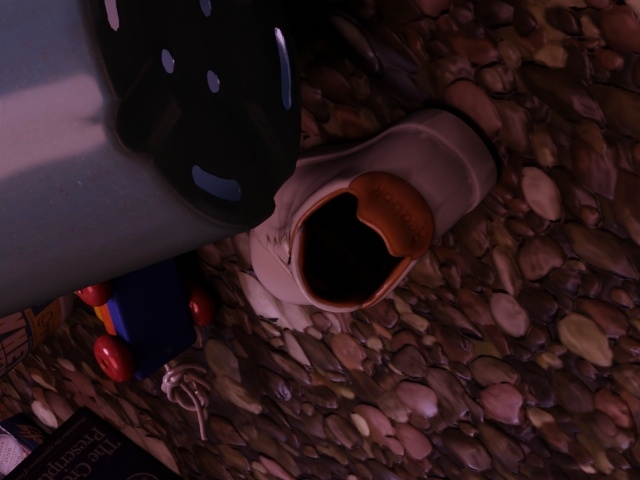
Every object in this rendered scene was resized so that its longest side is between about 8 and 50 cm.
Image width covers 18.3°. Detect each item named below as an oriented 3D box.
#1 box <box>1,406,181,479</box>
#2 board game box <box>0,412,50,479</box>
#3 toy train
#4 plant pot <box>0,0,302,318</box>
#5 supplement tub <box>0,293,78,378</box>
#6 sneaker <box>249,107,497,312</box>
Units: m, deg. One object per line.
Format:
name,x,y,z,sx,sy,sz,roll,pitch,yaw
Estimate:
box,-0.250,0.314,1.905,0.184,0.261,0.103,35,148,19
board game box,-0.310,0.326,2.097,0.165,0.042,0.243,35,117,19
toy train,-0.167,0.054,1.664,0.143,0.105,0.248,35,150,39
plant pot,-0.213,-0.094,1.274,0.334,0.341,0.341,-14,119,25
supplement tub,-0.306,0.050,1.725,0.144,0.200,0.144,32,148,24
sneaker,0.000,0.000,1.360,0.106,0.123,0.290,47,151,-4
